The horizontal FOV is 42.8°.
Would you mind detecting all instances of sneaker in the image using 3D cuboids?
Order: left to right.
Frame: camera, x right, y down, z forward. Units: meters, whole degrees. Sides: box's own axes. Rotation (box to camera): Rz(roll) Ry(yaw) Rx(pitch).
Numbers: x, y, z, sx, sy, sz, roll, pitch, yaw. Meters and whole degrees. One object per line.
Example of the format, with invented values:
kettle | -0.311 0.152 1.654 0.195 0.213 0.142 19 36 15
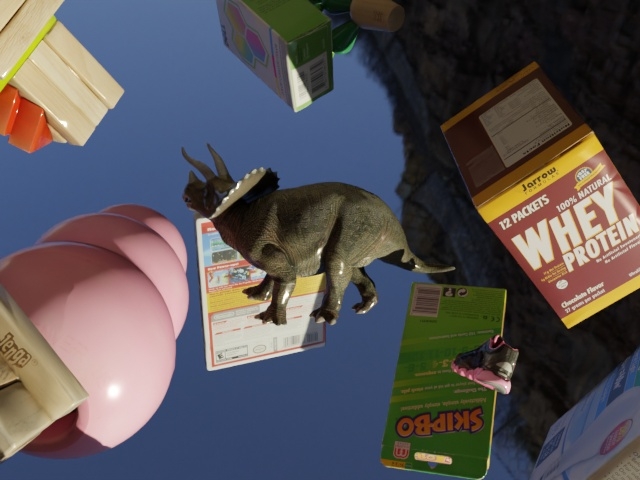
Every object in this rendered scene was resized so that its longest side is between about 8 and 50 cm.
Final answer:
sneaker | 0.181 0.129 0.885 0.047 0.057 0.119 24 174 -10

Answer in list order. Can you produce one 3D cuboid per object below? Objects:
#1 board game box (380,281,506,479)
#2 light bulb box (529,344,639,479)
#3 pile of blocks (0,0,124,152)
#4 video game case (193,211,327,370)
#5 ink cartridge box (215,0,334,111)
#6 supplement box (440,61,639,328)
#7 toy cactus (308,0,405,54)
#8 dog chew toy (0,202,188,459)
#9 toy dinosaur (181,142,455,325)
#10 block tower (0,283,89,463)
board game box | 0.155 0.167 1.003 0.124 0.039 0.259 4 -130 16
light bulb box | 0.512 0.346 1.249 0.225 0.361 0.358 39 -147 8
pile of blocks | -0.268 -0.170 0.566 0.149 0.362 0.113 22 -112 15
video game case | -0.087 0.068 1.268 0.204 0.285 0.025 -10 -146 -17
ink cartridge box | -0.071 -0.257 0.955 0.062 0.109 0.209 -33 -119 -18
supplement box | 0.249 -0.052 0.880 0.129 0.191 0.194 -34 -152 17
toy cactus | 0.031 -0.322 1.089 0.112 0.219 0.180 0 -157 -47
dog chew toy | -0.229 0.067 0.844 0.206 0.207 0.332 10 -154 3
toy dinosaur | 0.000 0.000 0.860 0.313 0.160 0.121 6 -165 -3
block tower | -0.288 0.155 0.416 0.091 0.335 0.097 52 177 0
